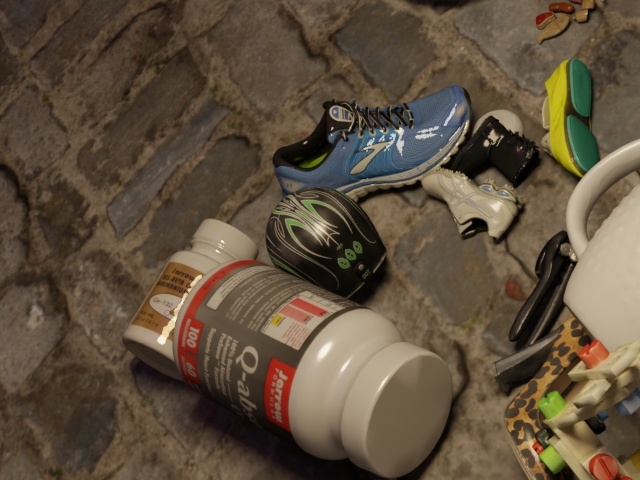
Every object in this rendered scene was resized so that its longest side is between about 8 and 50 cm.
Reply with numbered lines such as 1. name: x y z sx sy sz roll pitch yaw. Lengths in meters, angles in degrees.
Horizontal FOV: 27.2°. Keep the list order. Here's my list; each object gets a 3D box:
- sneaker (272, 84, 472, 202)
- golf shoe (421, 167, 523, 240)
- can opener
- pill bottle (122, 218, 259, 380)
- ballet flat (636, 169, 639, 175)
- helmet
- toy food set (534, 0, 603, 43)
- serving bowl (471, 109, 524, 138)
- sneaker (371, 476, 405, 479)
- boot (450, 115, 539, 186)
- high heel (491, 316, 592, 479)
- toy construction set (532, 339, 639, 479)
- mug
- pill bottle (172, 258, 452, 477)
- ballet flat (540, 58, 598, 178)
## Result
1. sneaker: 0.076 -0.153 2.020 0.330 0.147 0.130 -27 37 10
2. golf shoe: 0.207 -0.052 1.931 0.176 0.069 0.086 18 79 45
3. can opener: 0.311 0.068 1.788 0.059 0.073 0.186 26 70 1
4. pill bottle: -0.191 0.088 2.017 0.131 0.131 0.229 13 64 38
5. ballet flat: 0.528 -0.100 1.771 0.250 0.058 0.084 17 67 39
6. helmet: 0.000 0.000 1.939 0.169 0.161 0.169 -44 10 10
7. toy food set: 0.391 -0.361 2.090 0.122 0.019 0.078 -29 45 20
8. serving bowl: 0.265 -0.168 2.008 0.083 0.027 0.083 -16 50 20
9. sneaker: 0.049 0.388 1.690 0.083 0.071 0.191 -5 45 36
10. boot: 0.260 -0.116 1.958 0.099 0.045 0.121 42 106 26
11. high heel: 0.321 0.202 1.637 0.186 0.093 0.261 -29 38 16
12. toy construction set: 0.340 0.265 1.462 0.151 0.328 0.215 -24 3 -1
13. mug: 0.447 0.007 1.592 0.328 0.276 0.374 -39 44 5
14. pill bottle: -0.013 0.170 1.788 0.363 0.210 0.210 21 69 41
15. ballet flat: 0.358 -0.166 1.929 0.077 0.077 0.231 -31 39 37
